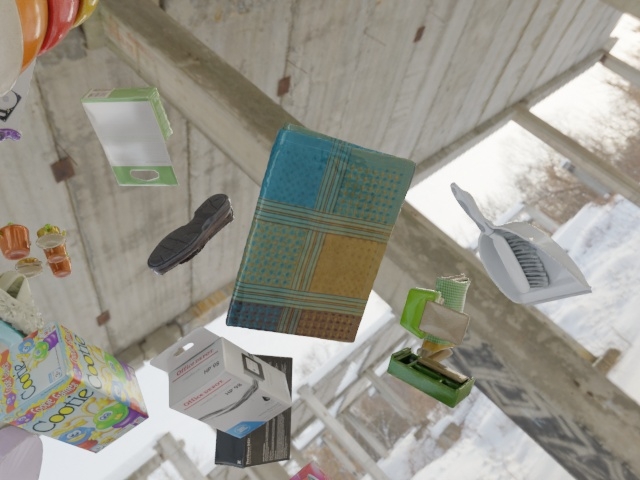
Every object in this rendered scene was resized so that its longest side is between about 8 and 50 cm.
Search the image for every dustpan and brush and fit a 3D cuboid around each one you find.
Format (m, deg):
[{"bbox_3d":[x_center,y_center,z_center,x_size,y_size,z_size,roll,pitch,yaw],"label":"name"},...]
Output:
[{"bbox_3d":[0.252,0.002,0.723,0.060,0.211,0.147,-27,-6,-20],"label":"dustpan and brush"}]

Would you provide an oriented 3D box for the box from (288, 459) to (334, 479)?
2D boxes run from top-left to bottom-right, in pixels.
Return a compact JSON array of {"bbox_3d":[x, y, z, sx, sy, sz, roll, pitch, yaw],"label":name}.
[{"bbox_3d":[0.009,0.521,0.910,0.142,0.154,0.300,-36,-38,-11],"label":"box"}]

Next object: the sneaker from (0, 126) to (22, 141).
[{"bbox_3d":[-0.923,-0.295,1.486,0.170,0.068,0.071,-22,-70,-75],"label":"sneaker"}]

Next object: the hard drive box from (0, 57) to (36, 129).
[{"bbox_3d":[-0.863,-0.427,1.358,0.181,0.089,0.232,9,-80,-49],"label":"hard drive box"}]

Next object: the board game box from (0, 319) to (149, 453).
[{"bbox_3d":[-0.503,0.308,1.080,0.142,0.144,0.275,-34,-37,-4],"label":"board game box"}]

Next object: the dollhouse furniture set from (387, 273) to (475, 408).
[{"bbox_3d":[0.293,0.194,1.117,0.301,0.151,0.197,-2,-71,-56],"label":"dollhouse furniture set"}]

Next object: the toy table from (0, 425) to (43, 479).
[{"bbox_3d":[-0.421,0.289,0.550,0.252,0.161,0.274,-72,6,-81],"label":"toy table"}]

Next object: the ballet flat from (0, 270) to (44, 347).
[{"bbox_3d":[-0.654,0.092,1.026,0.147,0.147,0.409,-41,-35,-15],"label":"ballet flat"}]

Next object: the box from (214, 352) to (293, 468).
[{"bbox_3d":[-0.164,0.424,1.332,0.103,0.261,0.184,-8,-18,30],"label":"box"}]

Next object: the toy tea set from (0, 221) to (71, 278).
[{"bbox_3d":[-0.960,0.025,1.784,0.200,0.124,0.336,-16,-23,-23],"label":"toy tea set"}]

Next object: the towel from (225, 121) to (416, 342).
[{"bbox_3d":[0.000,0.000,0.950,0.271,0.040,0.370,13,-79,-24],"label":"towel"}]

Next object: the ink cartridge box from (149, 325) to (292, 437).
[{"bbox_3d":[-0.138,0.202,0.734,0.104,0.060,0.180,-36,-49,14],"label":"ink cartridge box"}]

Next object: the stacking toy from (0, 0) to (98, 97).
[{"bbox_3d":[-0.522,-0.486,0.938,0.480,0.350,0.350,-55,-9,-48],"label":"stacking toy"}]

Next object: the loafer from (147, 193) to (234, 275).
[{"bbox_3d":[-0.346,-0.003,1.468,0.302,0.109,0.095,-50,-41,-28],"label":"loafer"}]

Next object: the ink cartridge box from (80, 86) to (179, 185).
[{"bbox_3d":[-0.431,-0.238,1.230,0.056,0.171,0.235,-75,-18,-45],"label":"ink cartridge box"}]
